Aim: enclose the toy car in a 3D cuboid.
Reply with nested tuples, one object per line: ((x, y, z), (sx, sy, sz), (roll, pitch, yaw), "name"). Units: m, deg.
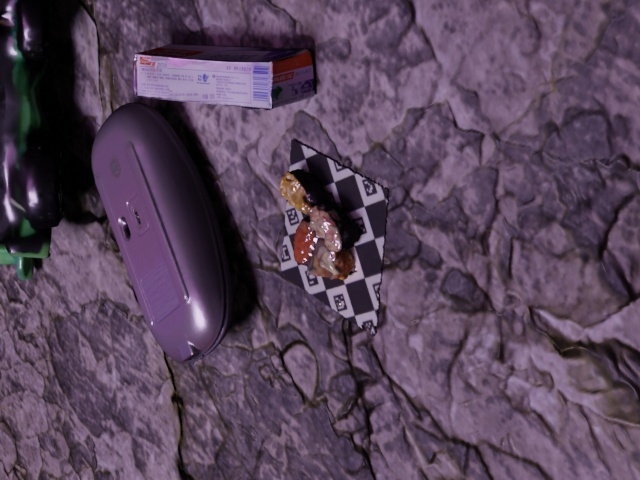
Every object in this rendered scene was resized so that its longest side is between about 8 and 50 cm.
((-0.352, -0.115, 1.507), (0.176, 0.213, 0.359), (-109, 18, -74), "toy car")

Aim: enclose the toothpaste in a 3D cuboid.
((-0.083, -0.133, 1.271), (0.196, 0.047, 0.040), (11, 114, 50), "toothpaste")

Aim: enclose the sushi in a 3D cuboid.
((0.000, 0.000, 1.230), (0.120, 0.026, 0.126), (30, 125, 42), "sushi")

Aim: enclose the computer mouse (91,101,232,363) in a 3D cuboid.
((-0.135, -0.008, 1.375), (0.120, 0.057, 0.232), (-38, 70, 51), "computer mouse")
